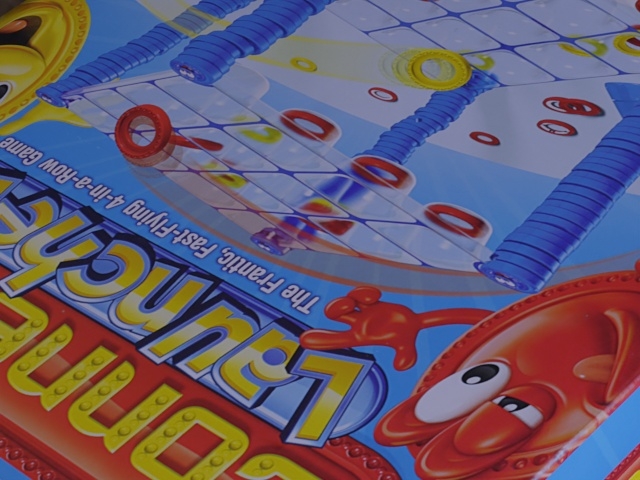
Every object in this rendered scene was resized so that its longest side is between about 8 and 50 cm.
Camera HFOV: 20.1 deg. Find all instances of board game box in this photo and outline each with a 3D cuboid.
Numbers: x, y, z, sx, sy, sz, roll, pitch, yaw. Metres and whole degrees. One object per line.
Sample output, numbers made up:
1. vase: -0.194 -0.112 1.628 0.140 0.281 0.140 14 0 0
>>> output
1. board game box: 0.000 0.000 0.590 0.302 0.308 0.086 -39 136 -29
